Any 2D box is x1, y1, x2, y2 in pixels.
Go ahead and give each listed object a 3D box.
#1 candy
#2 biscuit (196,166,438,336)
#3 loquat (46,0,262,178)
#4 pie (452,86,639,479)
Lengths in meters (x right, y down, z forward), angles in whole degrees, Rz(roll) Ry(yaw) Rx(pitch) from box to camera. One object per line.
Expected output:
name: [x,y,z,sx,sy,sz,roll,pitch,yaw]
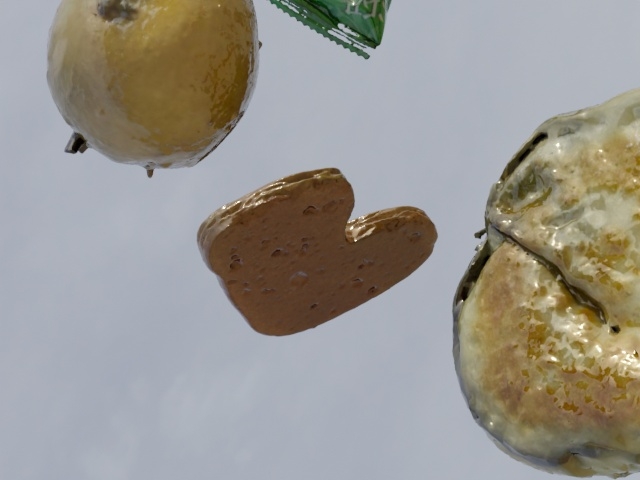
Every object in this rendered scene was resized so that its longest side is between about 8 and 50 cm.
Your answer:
candy: [0.051,-0.311,1.376,0.203,0.141,0.078,-56,-29,-12]
biscuit: [-0.001,-0.001,1.450,0.262,0.052,0.277,-31,-37,1]
loquat: [-0.112,-0.142,0.855,0.172,0.149,0.204,-85,18,-60]
pie: [0.239,0.034,1.022,0.077,0.339,0.339,23,-99,-41]
